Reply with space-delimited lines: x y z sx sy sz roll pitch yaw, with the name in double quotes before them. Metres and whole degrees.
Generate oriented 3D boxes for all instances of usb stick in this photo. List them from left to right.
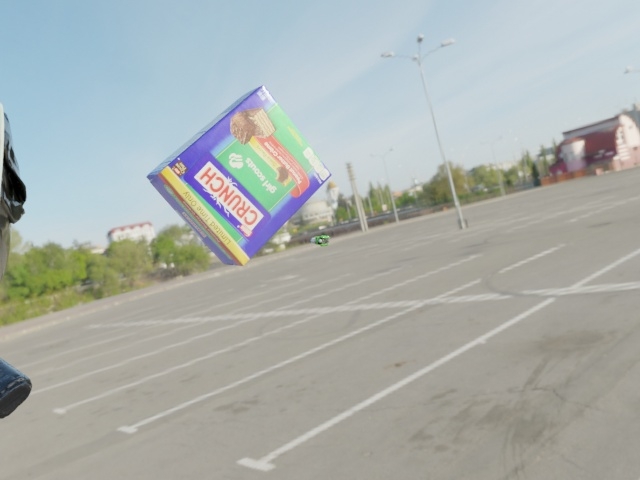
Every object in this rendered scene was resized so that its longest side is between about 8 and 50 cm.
"usb stick" -0.550 0.211 0.903 0.278 0.045 0.077 11 42 39

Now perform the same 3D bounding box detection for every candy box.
"candy box" -0.174 -0.145 1.269 0.317 0.268 0.122 -47 21 -22

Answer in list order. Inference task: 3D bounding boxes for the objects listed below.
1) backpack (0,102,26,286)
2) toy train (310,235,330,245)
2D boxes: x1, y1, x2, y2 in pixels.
"backpack" -0.334 0.000 0.430 0.191 0.225 0.253 14 -41 -41
"toy train" 0.000 0.000 0.927 0.024 0.017 0.083 6 1 9
